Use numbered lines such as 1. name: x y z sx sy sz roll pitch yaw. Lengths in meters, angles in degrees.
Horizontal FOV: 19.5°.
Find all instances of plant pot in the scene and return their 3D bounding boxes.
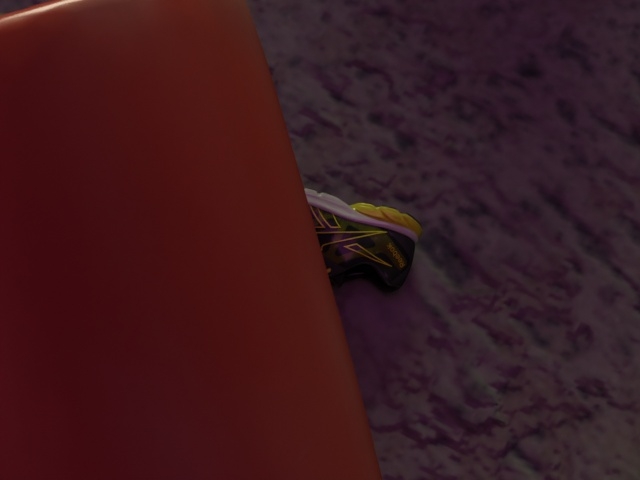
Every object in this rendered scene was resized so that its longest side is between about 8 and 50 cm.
1. plant pot: -0.101 0.080 0.627 0.275 0.275 0.243 -25 88 -11

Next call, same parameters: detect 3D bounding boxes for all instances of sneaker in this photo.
1. sneaker: 0.000 0.000 0.771 0.083 0.031 0.035 9 71 0

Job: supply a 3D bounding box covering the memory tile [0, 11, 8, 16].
1. memory tile: -0.131 -0.030 0.786 0.113 0.012 0.148 -7 71 -6
